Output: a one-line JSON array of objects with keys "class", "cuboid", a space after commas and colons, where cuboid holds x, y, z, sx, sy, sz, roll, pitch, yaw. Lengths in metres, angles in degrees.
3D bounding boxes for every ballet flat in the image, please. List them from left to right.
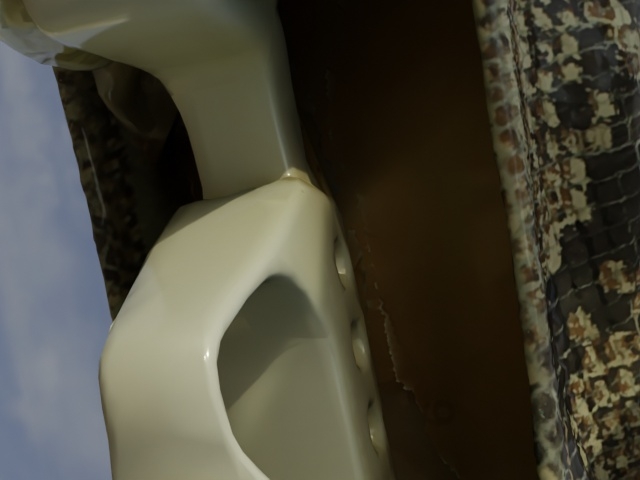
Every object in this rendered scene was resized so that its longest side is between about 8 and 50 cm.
[{"class": "ballet flat", "cuboid": [0.000, 0.000, 0.444, 0.164, 0.182, 0.482, -11, -90, 29]}]
